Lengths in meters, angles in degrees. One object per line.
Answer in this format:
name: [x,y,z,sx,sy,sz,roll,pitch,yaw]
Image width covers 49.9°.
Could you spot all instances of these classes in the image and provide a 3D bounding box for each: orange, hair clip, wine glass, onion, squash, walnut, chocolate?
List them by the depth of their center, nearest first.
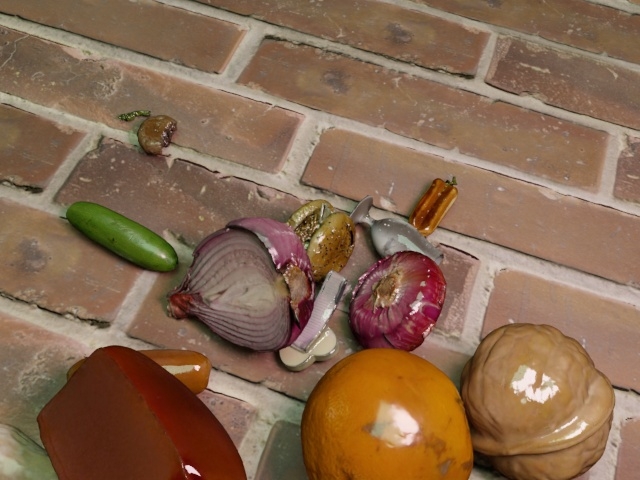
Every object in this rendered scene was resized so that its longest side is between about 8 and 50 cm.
orange: [0.113,0.340,1.196,0.312,0.312,0.312,1,58,-2]
chocolate: [-0.525,0.417,1.215,0.309,0.134,0.134,24,60,8]
walnut: [0.387,0.299,1.259,0.285,0.285,0.296,-31,102,-20]
onion: [-0.152,0.086,1.403,0.159,0.348,0.267,-20,100,-53]
onion: [0.169,0.141,1.408,0.230,0.163,0.230,-27,36,22]
hair clip: [-0.019,0.165,1.421,0.159,0.071,0.218,22,72,30]
squash: [-0.440,-0.013,1.509,0.292,0.082,0.082,27,60,13]
wine glass: [0.162,-0.001,1.526,0.222,0.103,0.103,38,63,20]

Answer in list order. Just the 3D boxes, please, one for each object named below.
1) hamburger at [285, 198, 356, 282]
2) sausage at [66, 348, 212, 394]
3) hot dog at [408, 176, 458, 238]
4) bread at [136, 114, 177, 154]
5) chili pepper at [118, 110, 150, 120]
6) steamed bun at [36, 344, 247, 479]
hamburger: [0.000,0.000,1.466,0.177,0.185,0.113,-27,55,-35]
sausage: [-0.348,0.261,1.330,0.274,0.105,0.105,-3,58,-6]
hot dog: [0.261,-0.076,1.605,0.072,0.055,0.188,32,61,12]
bread: [-0.402,-0.256,1.676,0.082,0.060,0.113,20,57,8]
chili pepper: [-0.468,-0.316,1.731,0.083,0.022,0.027,-13,58,-16]
steamed bun: [-0.280,0.367,1.146,0.235,0.248,0.379,-49,54,-2]
